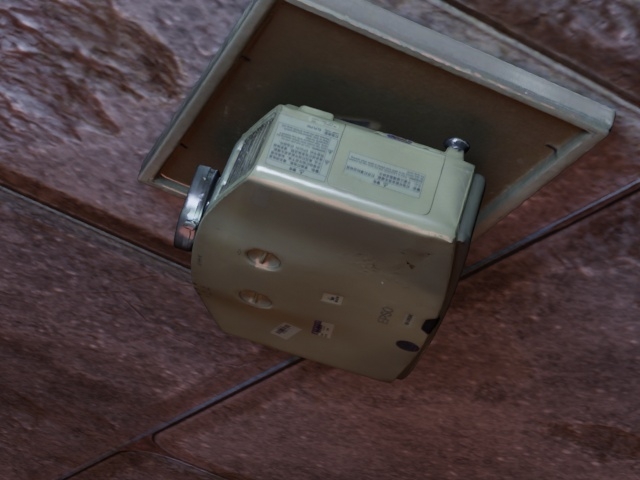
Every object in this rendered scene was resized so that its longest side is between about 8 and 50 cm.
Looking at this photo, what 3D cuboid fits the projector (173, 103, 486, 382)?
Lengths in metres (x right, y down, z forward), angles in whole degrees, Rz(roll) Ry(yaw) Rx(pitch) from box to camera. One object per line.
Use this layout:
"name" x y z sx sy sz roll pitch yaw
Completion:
"projector" 0.000 0.000 1.153 0.194 0.088 0.269 17 154 0

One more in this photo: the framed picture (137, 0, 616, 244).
"framed picture" 0.023 -0.062 1.140 0.241 0.020 0.324 21 154 -12
